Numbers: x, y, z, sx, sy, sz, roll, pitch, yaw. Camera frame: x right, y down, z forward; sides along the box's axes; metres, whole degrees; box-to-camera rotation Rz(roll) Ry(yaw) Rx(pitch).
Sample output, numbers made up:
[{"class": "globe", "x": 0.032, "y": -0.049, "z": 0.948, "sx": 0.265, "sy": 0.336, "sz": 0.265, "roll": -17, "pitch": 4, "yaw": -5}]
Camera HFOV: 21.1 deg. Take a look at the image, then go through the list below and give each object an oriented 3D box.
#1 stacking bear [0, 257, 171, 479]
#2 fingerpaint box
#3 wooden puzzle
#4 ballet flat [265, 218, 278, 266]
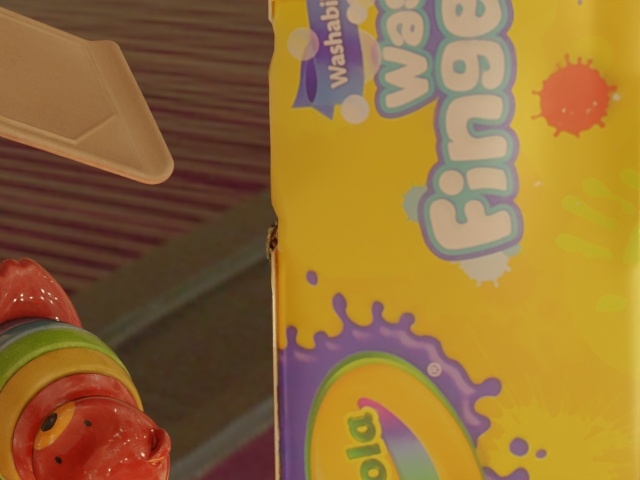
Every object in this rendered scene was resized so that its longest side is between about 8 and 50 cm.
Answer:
[{"class": "stacking bear", "x": -0.228, "y": 0.157, "z": 1.510, "sx": 0.175, "sy": 0.289, "sz": 0.164, "roll": -46, "pitch": 123, "yaw": -9}, {"class": "fingerpaint box", "x": 0.084, "y": -0.066, "z": 0.846, "sx": 0.371, "sy": 0.163, "sz": 0.445, "roll": -37, "pitch": 127, "yaw": -78}, {"class": "wooden puzzle", "x": -0.278, "y": -0.149, "z": 1.692, "sx": 0.238, "sy": 0.221, "sz": 0.044, "roll": 13, "pitch": 126, "yaw": -40}, {"class": "ballet flat", "x": 0.000, "y": 0.000, "z": 1.231, "sx": 0.188, "sy": 0.070, "sz": 0.070, "roll": 149, "pitch": -43, "yaw": -76}]
